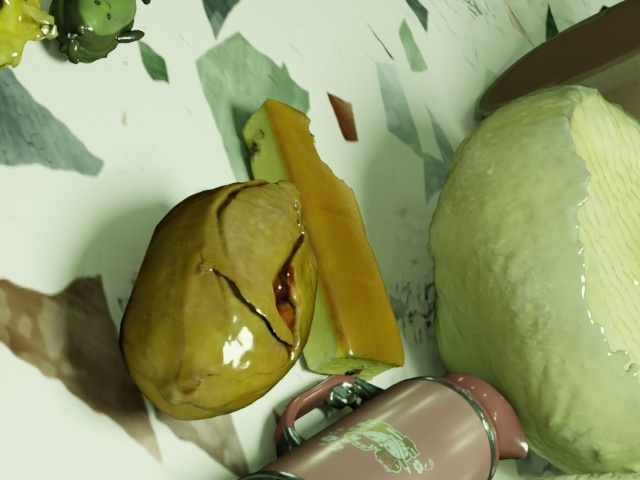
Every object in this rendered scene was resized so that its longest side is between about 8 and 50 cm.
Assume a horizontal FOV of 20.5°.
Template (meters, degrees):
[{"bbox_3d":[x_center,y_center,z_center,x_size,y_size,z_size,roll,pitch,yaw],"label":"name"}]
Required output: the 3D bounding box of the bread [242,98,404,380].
[{"bbox_3d":[0.000,0.000,1.409,0.088,0.049,0.226,13,54,-50],"label":"bread"}]

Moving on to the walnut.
[{"bbox_3d":[-0.068,0.037,1.213,0.137,0.137,0.245,50,24,-16],"label":"walnut"}]

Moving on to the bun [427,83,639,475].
[{"bbox_3d":[0.209,0.054,1.518,0.364,0.202,0.364,43,36,-42],"label":"bun"}]

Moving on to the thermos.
[{"bbox_3d":[0.038,0.169,1.291,0.330,0.136,0.110,-23,112,-58],"label":"thermos"}]

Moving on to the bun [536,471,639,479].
[{"bbox_3d":[0.203,0.269,1.314,0.239,0.239,0.141,52,25,-15],"label":"bun"}]

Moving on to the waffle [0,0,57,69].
[{"bbox_3d":[-0.293,-0.207,1.155,0.245,0.052,0.254,-22,83,-56],"label":"waffle"}]

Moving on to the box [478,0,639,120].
[{"bbox_3d":[0.331,-0.114,1.763,0.216,0.301,0.301,62,31,-13],"label":"box"}]

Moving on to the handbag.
[{"bbox_3d":[-0.167,-0.166,1.304,0.072,0.047,0.111,49,31,-16],"label":"handbag"}]
